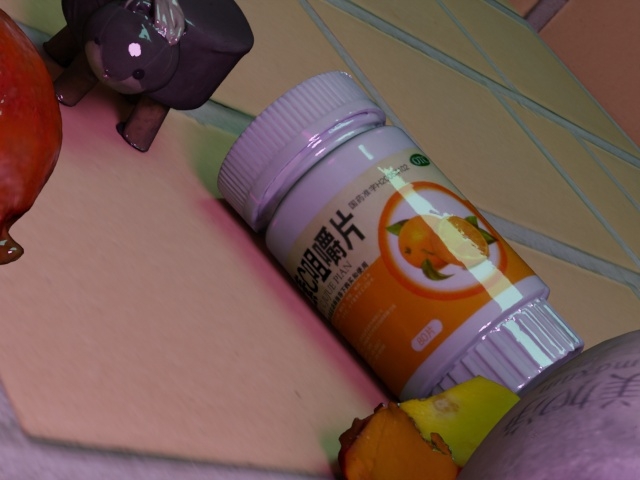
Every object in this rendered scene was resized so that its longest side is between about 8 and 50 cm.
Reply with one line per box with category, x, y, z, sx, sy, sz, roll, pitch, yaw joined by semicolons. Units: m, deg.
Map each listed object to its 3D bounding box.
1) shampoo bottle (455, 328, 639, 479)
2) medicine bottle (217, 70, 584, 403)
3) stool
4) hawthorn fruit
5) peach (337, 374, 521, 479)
shampoo bottle;0.219;0.220;0.896;0.322;0.322;0.317;41;40;-6
medicine bottle;0.068;0.020;1.298;0.318;0.158;0.158;48;19;16
stool;-0.160;-0.169;1.275;0.153;0.139;0.228;46;20;11
hawthorn fruit;-0.226;-0.064;0.894;0.188;0.169;0.169;45;19;8
peach;0.093;0.162;1.086;0.151;0.151;0.118;3;65;-62
